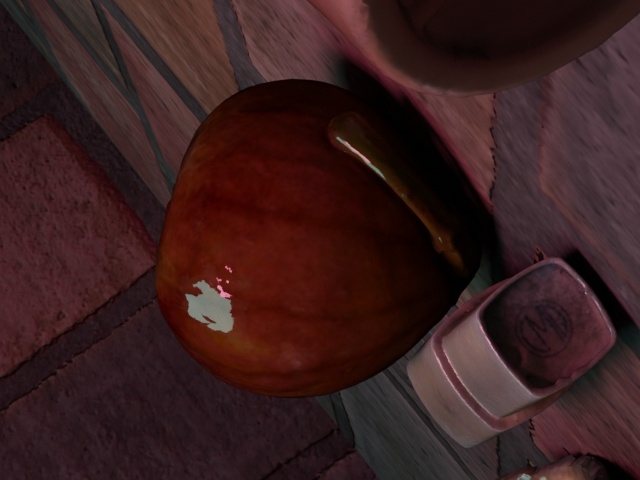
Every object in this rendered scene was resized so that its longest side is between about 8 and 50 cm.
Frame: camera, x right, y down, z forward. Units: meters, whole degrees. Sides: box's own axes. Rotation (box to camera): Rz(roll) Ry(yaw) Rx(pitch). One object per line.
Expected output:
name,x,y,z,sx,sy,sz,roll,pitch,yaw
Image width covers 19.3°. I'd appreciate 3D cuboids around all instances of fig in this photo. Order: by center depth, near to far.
fig,0.000,0.001,1.128,0.205,0.205,0.205,52,171,11

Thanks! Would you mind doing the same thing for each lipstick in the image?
lipstick,0.108,0.065,1.087,0.077,0.079,0.253,54,170,7

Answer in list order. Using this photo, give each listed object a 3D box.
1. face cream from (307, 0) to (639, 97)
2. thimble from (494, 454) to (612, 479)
face cream,0.037,-0.125,0.486,0.104,0.149,0.149,47,169,32
thimble,0.116,0.271,1.239,0.150,0.270,0.271,56,171,-3
